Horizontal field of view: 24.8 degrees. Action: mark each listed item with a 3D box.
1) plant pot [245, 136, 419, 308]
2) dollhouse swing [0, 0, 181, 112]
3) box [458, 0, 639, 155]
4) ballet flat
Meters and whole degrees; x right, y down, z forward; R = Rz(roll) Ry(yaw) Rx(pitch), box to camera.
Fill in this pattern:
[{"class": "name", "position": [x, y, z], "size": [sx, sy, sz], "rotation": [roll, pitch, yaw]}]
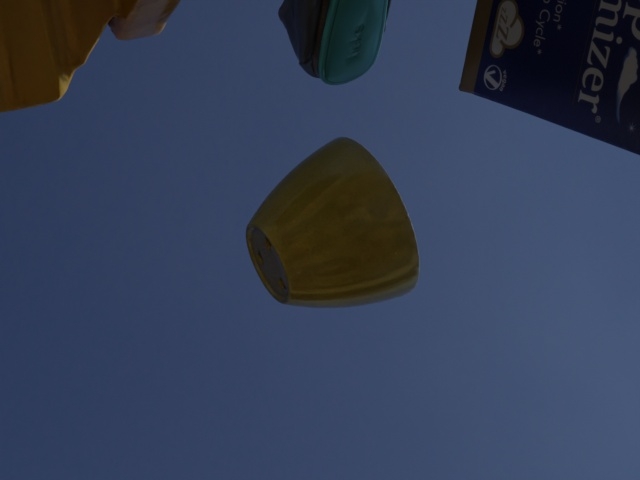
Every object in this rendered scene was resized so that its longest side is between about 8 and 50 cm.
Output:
[{"class": "plant pot", "position": [0.000, 0.000, 1.120], "size": [0.095, 0.134, 0.134], "rotation": [-25, -54, -21]}, {"class": "dollhouse swing", "position": [-0.199, -0.176, 0.570], "size": [0.347, 0.305, 0.315], "rotation": [-16, -74, -23]}, {"class": "box", "position": [0.168, -0.110, 0.705], "size": [0.036, 0.225, 0.136], "rotation": [-6, -67, -42]}, {"class": "ballet flat", "position": [0.017, -0.166, 0.766], "size": [0.074, 0.074, 0.203], "rotation": [10, -34, -8]}]
